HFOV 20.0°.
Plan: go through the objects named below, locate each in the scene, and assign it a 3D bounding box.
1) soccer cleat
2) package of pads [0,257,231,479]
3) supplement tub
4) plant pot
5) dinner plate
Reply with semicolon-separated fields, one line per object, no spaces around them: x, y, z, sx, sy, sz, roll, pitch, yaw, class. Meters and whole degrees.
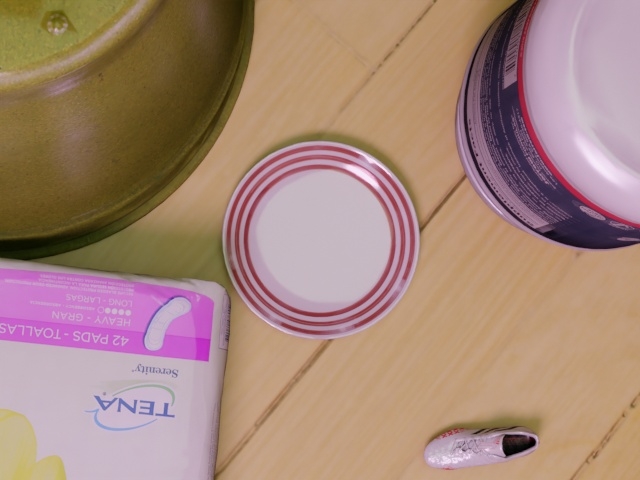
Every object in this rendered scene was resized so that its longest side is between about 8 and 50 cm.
0.115;0.146;1.281;0.083;0.035;0.029;-5;87;-9;soccer cleat
-0.215;0.127;1.203;0.296;0.101;0.229;6;84;-7;package of pads
0.198;-0.092;1.192;0.191;0.272;0.191;1;86;-8;supplement tub
-0.203;-0.181;1.102;0.366;0.353;0.366;1;85;-9;plant pot
0.000;0.000;1.286;0.141;0.017;0.141;1;85;-9;dinner plate
